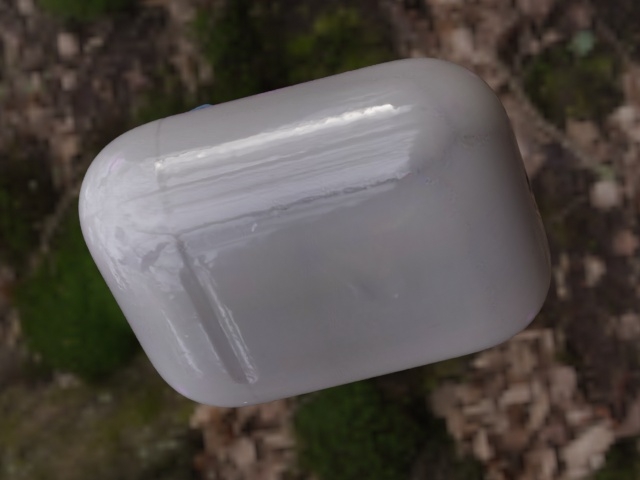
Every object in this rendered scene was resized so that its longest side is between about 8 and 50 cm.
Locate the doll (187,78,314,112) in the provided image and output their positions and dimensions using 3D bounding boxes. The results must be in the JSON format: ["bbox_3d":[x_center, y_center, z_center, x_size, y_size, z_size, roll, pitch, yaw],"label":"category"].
[{"bbox_3d":[-0.074,-0.086,2.235,0.141,0.314,0.177,26,132,57],"label":"doll"}]

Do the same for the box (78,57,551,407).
[{"bbox_3d":[0.000,-0.001,1.546,0.289,0.349,0.141,66,-166,-45],"label":"box"}]
